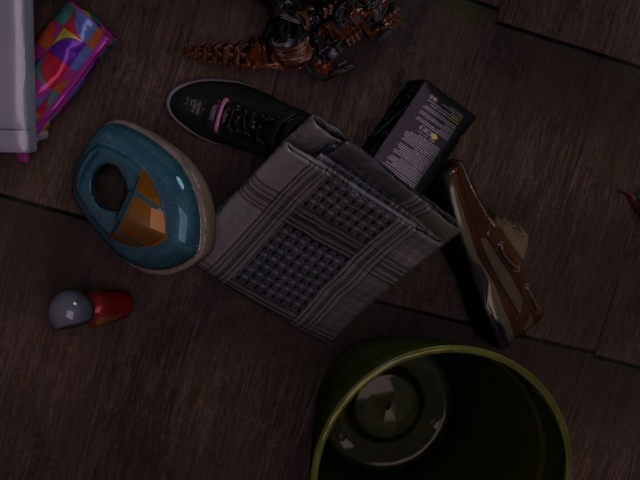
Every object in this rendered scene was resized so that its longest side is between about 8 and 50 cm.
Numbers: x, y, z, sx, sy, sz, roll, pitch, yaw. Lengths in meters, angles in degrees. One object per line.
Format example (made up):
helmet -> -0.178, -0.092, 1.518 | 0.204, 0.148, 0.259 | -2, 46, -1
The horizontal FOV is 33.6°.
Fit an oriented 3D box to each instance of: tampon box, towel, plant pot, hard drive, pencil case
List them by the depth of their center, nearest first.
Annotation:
hard drive -> -0.513, -0.301, 1.463 | 0.233, 0.047, 0.353 | 3, 101, 5
pencil case -> -0.397, -0.234, 1.558 | 0.104, 0.104, 0.236 | 34, 92, -13
towel -> 0.000, 0.000, 1.592 | 0.312, 0.056, 0.324 | 34, 119, -23
plant pot -> 0.135, 0.295, 1.596 | 0.366, 0.353, 0.367 | -2, 99, -10
tampon box -> 0.144, -0.156, 1.651 | 0.101, 0.120, 0.161 | 34, 91, -12

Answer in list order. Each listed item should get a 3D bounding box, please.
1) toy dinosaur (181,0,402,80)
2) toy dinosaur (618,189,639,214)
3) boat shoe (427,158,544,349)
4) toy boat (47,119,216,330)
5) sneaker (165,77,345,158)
toy dinosaur -> -0.039, -0.331, 1.588 | 0.322, 0.164, 0.218 | -29, 120, -26
toy dinosaur -> 0.550, -0.048, 1.791 | 0.090, 0.047, 0.082 | 4, 109, 23
boat shoe -> 0.270, 0.014, 1.708 | 0.119, 0.122, 0.324 | -26, 110, -11
toy boat -> -0.292, -0.002, 1.553 | 0.267, 0.148, 0.318 | 36, 111, 26
sneaker -> -0.087, -0.173, 1.596 | 0.295, 0.147, 0.105 | 18, 96, -11
